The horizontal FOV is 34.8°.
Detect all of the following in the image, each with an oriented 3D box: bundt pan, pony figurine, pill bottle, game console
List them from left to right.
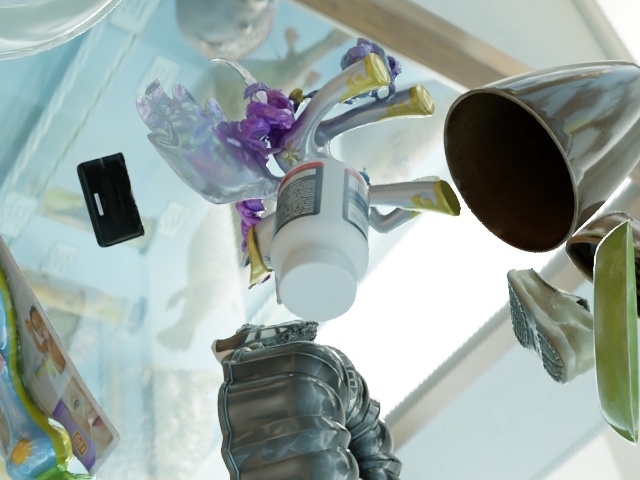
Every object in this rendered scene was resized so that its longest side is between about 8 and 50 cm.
[{"bbox_3d":[-0.294,-0.059,1.440,0.071,0.107,0.122,-4,-77,52],"label":"game console"},{"bbox_3d":[-0.030,-0.112,1.349,0.363,0.351,0.303,-25,-171,32],"label":"pony figurine"},{"bbox_3d":[0.000,0.000,1.112,0.108,0.108,0.180,-49,-159,31],"label":"pill bottle"},{"bbox_3d":[0.011,0.264,1.201,0.124,0.331,0.331,-21,-134,15],"label":"bundt pan"}]

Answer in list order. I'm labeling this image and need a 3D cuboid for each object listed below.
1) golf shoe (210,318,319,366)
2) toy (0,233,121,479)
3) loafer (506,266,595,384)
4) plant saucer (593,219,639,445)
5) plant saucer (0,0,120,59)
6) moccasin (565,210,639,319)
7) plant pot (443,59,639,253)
[{"bbox_3d":[-0.090,0.160,1.679,0.094,0.198,0.077,33,-56,37],"label":"golf shoe"},{"bbox_3d":[-0.212,0.055,0.595,0.237,0.056,0.137,53,-46,16],"label":"toy"},{"bbox_3d":[0.327,0.113,1.417,0.268,0.092,0.102,-107,-174,-65],"label":"loafer"},{"bbox_3d":[0.319,0.098,1.096,0.037,0.241,0.241,-2,-117,18],"label":"plant saucer"},{"bbox_3d":[-0.324,-0.360,1.055,0.100,0.400,0.400,44,-70,42],"label":"plant saucer"},{"bbox_3d":[0.518,0.090,1.450,0.380,0.147,0.139,43,-44,27],"label":"moccasin"},{"bbox_3d":[0.309,-0.132,1.258,0.230,0.215,0.215,-30,-164,-26],"label":"plant pot"}]
